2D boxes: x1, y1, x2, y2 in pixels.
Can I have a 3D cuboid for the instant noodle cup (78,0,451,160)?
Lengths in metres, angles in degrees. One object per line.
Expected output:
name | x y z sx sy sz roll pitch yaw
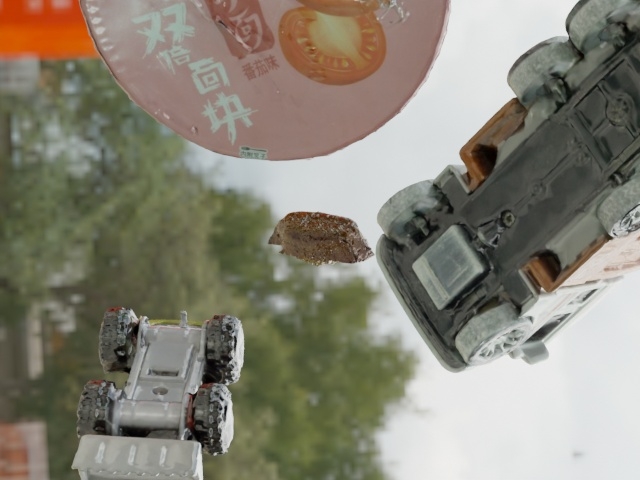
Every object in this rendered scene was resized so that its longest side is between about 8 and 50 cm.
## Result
instant noodle cup | -0.020 -0.206 1.248 0.231 0.243 0.243 -70 165 -62

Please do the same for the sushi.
sushi | -0.002 0.002 1.945 0.118 0.061 0.060 17 -49 30

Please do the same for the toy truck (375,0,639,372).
toy truck | 0.238 -0.054 1.580 0.387 0.207 0.173 -46 -117 32

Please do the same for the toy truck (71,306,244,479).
toy truck | -0.140 0.151 1.622 0.286 0.136 0.111 -79 170 -62
